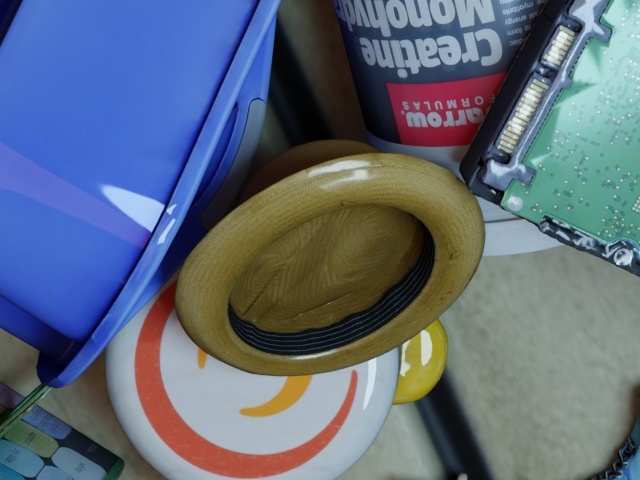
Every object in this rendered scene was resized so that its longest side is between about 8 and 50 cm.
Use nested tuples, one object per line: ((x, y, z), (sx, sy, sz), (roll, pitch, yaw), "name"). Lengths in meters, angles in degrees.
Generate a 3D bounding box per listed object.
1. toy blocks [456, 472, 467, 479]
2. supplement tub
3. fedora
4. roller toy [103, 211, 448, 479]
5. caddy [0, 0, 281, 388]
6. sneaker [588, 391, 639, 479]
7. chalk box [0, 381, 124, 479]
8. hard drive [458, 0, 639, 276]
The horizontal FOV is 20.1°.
((0.075, 0.222, 1.279), (0.148, 0.054, 0.123), (4, 103, 7), "toy blocks")
((0.105, -0.147, 1.111), (0.191, 0.191, 0.272), (-12, 112, 10), "supplement tub")
((0.000, 0.000, 1.082), (0.194, 0.079, 0.194), (-9, 138, -8), "fedora")
((-0.040, 0.073, 1.215), (0.209, 0.146, 0.191), (-39, 89, 5), "roller toy")
((-0.122, -0.080, 1.101), (0.179, 0.241, 0.341), (27, 76, -16), "caddy")
((0.209, 0.176, 1.247), (0.073, 0.063, 0.162), (13, 103, 8), "sneaker")
((-0.266, 0.196, 1.257), (0.179, 0.180, 0.289), (32, 103, 0), "chalk box")
((0.279, -0.063, 1.023), (0.339, 0.064, 0.237), (23, 104, -13), "hard drive")
